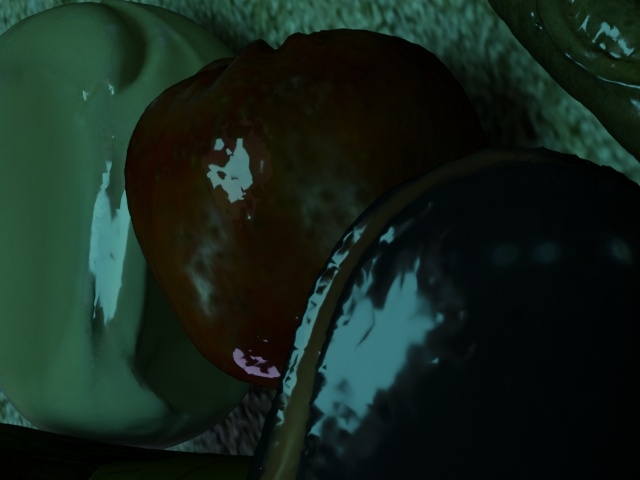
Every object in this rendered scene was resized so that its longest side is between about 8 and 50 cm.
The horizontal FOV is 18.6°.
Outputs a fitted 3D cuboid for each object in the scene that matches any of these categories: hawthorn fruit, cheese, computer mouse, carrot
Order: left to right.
[{"bbox_3d":[-0.123,-0.008,1.154,0.233,0.127,0.266,21,108,53],"label":"cheese"},{"bbox_3d":[0.000,0.000,0.936,0.179,0.179,0.200,-5,95,56],"label":"hawthorn fruit"},{"bbox_3d":[0.056,0.109,0.844,0.116,0.183,0.323,-90,17,-59],"label":"computer mouse"},{"bbox_3d":[0.152,-0.050,0.801,0.342,0.070,0.070,55,134,38],"label":"carrot"}]

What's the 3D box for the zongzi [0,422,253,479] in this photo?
[{"bbox_3d":[-0.069,0.137,1.022,0.286,0.138,0.300,38,119,9],"label":"zongzi"}]
